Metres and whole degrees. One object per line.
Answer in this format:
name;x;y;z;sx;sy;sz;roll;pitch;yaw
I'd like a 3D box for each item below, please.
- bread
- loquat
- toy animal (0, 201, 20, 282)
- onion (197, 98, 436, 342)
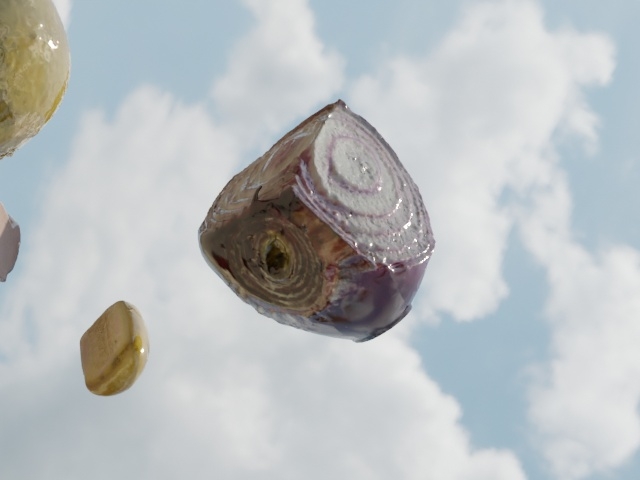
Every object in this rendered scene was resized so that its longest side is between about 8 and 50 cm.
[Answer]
bread;-0.208;0.118;1.598;0.082;0.056;0.115;-47;-152;9
loquat;-0.243;-0.126;0.986;0.204;0.172;0.149;-55;149;-64
toy animal;-0.370;0.002;1.300;0.213;0.124;0.124;-8;-126;9
onion;-0.003;0.003;1.603;0.207;0.206;0.216;-33;-165;39
